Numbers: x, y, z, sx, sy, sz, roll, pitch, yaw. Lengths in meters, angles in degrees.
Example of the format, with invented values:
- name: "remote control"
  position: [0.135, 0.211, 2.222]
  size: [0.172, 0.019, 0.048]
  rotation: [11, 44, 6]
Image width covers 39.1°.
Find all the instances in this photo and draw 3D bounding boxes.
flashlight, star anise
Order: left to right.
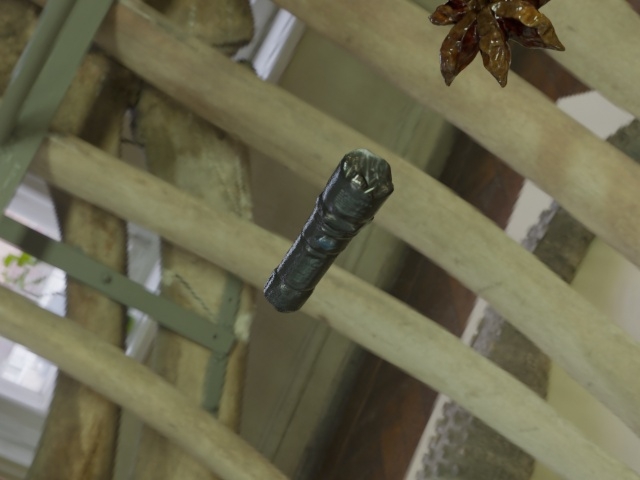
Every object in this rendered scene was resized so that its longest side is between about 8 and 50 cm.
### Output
- name: "flashlight"
  position: [0.000, 0.000, 1.597]
  size: [0.424, 0.103, 0.103]
  rotation: [125, 161, -48]
- name: "star anise"
  position: [0.224, -0.298, 1.194]
  size: [0.111, 0.213, 0.196]
  rotation: [-11, -65, -78]
